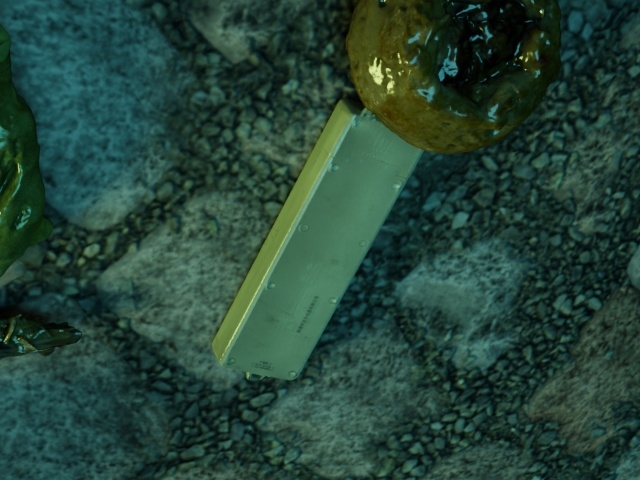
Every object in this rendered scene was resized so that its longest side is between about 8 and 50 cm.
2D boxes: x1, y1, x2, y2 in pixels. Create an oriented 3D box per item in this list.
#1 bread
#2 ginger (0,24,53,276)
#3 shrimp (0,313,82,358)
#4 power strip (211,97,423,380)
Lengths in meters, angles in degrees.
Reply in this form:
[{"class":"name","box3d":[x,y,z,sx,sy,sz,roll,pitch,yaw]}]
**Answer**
[{"class":"bread","box3d":[0.139,-0.191,1.300,0.230,0.123,0.230,-11,117,-22]},{"class":"ginger","box3d":[-0.328,-0.081,1.228,0.137,0.089,0.290,-27,136,-19]},{"class":"shrimp","box3d":[-0.362,0.085,1.327,0.251,0.052,0.143,-3,145,-24]},{"class":"power strip","box3d":[0.000,0.000,1.441,0.106,0.043,0.367,15,116,-30]}]
